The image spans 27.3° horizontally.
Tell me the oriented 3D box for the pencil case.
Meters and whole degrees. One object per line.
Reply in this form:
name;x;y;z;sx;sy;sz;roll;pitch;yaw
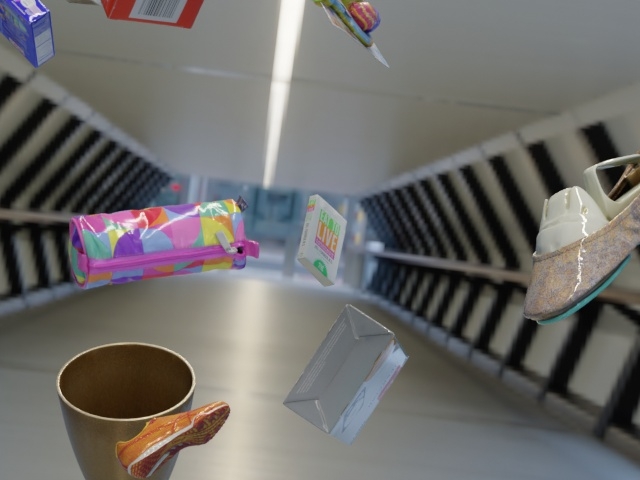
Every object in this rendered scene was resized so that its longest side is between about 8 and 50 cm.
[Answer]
pencil case;-0.205;0.003;1.703;0.236;0.104;0.104;-8;6;-18

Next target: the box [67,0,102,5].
box;-0.408;-0.477;2.170;0.148;0.121;0.311;36;-3;-20

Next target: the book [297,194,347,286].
book;0.000;0.000;2.436;0.035;0.144;0.096;-14;-41;31

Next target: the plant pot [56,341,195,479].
plant pot;-0.342;0.349;2.318;0.237;0.254;0.237;4;27;-2

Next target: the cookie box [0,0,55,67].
cookie box;-0.432;-0.319;1.921;0.092;0.040;0.107;44;-25;16

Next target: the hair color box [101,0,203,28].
hair color box;-0.185;-0.289;1.321;0.093;0.167;0.053;2;-41;-33

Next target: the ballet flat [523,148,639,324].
ballet flat;0.303;-0.022;1.444;0.316;0.106;0.107;-34;8;-40

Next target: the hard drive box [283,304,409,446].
hard drive box;0.044;0.214;2.048;0.089;0.181;0.232;32;-6;14

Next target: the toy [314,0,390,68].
toy;0.051;-0.366;2.084;0.056;0.137;0.237;-37;-22;17

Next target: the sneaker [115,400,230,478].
sneaker;-0.202;0.260;1.817;0.175;0.064;0.067;-24;48;-30
